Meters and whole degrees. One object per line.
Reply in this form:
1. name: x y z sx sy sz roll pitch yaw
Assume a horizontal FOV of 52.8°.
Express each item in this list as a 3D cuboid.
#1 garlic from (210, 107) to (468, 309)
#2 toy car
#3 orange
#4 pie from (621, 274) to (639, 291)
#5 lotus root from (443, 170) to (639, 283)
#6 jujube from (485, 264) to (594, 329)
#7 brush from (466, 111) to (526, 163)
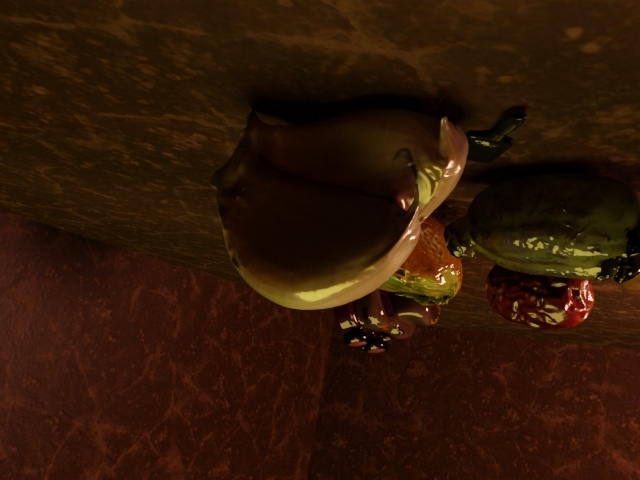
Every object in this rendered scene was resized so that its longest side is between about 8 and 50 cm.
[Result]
1. garlic: 0.024 -0.059 0.845 0.312 0.250 0.286 9 -147 18
2. toy car: 0.189 0.166 1.850 0.240 0.271 0.340 -17 157 27
3. orange: 0.110 0.019 1.267 0.334 0.196 0.262 9 155 -16
4. pie: 0.703 0.057 1.235 0.273 0.069 0.273 1 167 0
5. lotus root: 0.334 -0.022 0.968 0.309 0.173 0.173 3 167 33
6. jujube: 0.488 0.111 1.450 0.174 0.174 0.250 16 171 -26
7. brush: 0.226 -0.133 0.849 0.062 0.016 0.193 10 169 -3
